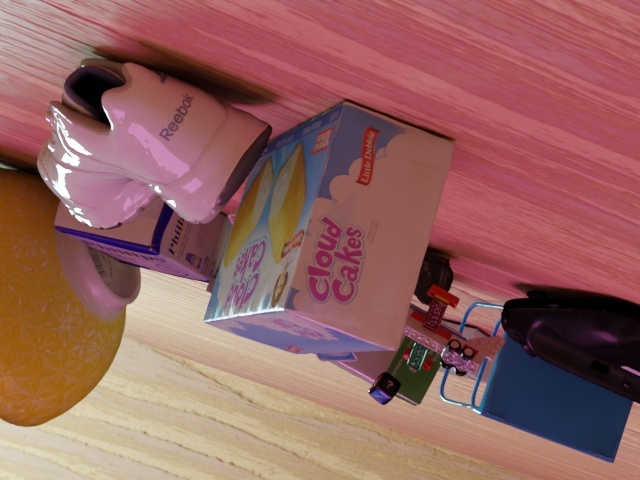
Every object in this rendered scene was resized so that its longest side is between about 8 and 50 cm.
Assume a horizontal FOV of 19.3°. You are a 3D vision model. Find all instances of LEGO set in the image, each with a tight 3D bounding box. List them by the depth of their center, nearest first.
[{"bbox_3d":[0.048,0.051,1.706,0.182,0.060,0.244,-3,129,41],"label":"LEGO set"}]

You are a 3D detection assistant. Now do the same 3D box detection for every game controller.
[{"bbox_3d":[0.323,0.115,1.813,0.319,0.067,0.166,24,155,-39],"label":"game controller"}]

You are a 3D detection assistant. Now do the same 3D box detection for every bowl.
[{"bbox_3d":[-0.285,0.039,1.989,0.156,0.289,0.289,-21,156,19],"label":"bowl"}]

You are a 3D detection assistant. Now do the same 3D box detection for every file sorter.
[{"bbox_3d":[0.227,0.142,1.938,0.170,0.118,0.104,22,174,-26],"label":"file sorter"}]

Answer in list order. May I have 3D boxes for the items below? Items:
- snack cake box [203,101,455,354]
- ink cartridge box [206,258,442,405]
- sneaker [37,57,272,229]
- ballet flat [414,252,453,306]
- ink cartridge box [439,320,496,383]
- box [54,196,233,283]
[{"bbox_3d":[0.000,0.000,1.383,0.089,0.152,0.264,20,170,-13],"label":"snack cake box"},{"bbox_3d":[0.008,0.070,1.854,0.208,0.087,0.153,30,177,-18],"label":"ink cartridge box"},{"bbox_3d":[-0.149,-0.085,1.402,0.129,0.111,0.297,38,159,-22],"label":"sneaker"},{"bbox_3d":[0.079,0.037,1.786,0.057,0.049,0.173,17,173,-13],"label":"ballet flat"},{"bbox_3d":[0.137,0.123,2.190,0.122,0.052,0.088,15,171,27],"label":"ink cartridge box"},{"bbox_3d":[-0.176,-0.015,1.889,0.126,0.072,0.137,12,169,30],"label":"box"}]
